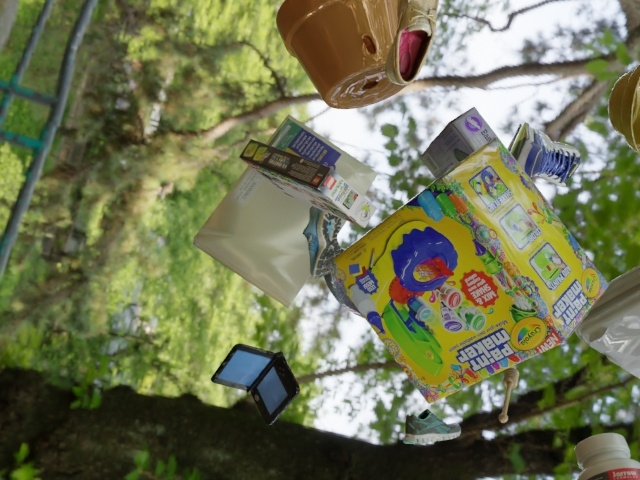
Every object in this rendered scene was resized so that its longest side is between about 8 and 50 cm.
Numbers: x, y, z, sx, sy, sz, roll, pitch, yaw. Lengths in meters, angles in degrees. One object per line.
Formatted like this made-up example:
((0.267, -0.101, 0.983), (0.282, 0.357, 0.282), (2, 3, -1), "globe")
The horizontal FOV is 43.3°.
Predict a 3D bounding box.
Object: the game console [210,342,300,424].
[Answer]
((-0.121, 0.266, 1.475), (0.124, 0.085, 0.144), (60, -42, 24), "game console")

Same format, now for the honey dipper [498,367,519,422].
((0.377, 0.315, 1.630), (0.161, 0.030, 0.030), (-52, 168, -57), "honey dipper")

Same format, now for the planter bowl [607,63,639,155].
((0.625, -0.264, 1.567), (0.090, 0.217, 0.217), (19, -86, 49), "planter bowl")

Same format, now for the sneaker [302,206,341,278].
((0.000, 0.000, 1.621), (0.073, 0.063, 0.162), (33, -54, 42), "sneaker")

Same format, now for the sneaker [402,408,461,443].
((0.265, 0.434, 1.895), (0.065, 0.166, 0.076), (-16, -105, 53), "sneaker")

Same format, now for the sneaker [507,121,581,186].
((0.569, -0.213, 2.029), (0.315, 0.182, 0.128), (-49, 161, -73), "sneaker")

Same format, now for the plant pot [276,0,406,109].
((0.075, -0.408, 1.675), (0.291, 0.290, 0.204), (132, -58, -65), "plant pot")

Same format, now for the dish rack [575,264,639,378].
((0.599, 0.154, 1.318), (0.072, 0.285, 0.333), (-63, -173, -32), "dish rack")

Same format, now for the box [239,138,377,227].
((-0.022, -0.086, 1.190), (0.207, 0.114, 0.036), (26, -99, 48), "box")

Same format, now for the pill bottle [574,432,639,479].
((0.730, 0.643, 1.961), (0.176, 0.176, 0.319), (117, -26, -44), "pill bottle")

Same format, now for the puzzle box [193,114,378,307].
((-0.075, -0.077, 1.910), (0.409, 0.272, 0.052), (-55, 177, -23), "puzzle box")

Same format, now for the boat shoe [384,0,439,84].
((0.137, -0.299, 1.131), (0.059, 0.063, 0.170), (-120, -141, -66), "boat shoe")

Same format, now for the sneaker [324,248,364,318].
((0.056, 0.099, 1.867), (0.112, 0.131, 0.319), (-56, 146, -12), "sneaker")

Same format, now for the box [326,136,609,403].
((0.216, 0.052, 1.228), (0.177, 0.279, 0.290), (-35, 176, -44), "box")

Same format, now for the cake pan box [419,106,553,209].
((0.315, -0.115, 1.588), (0.070, 0.246, 0.267), (-34, 175, -10), "cake pan box")
